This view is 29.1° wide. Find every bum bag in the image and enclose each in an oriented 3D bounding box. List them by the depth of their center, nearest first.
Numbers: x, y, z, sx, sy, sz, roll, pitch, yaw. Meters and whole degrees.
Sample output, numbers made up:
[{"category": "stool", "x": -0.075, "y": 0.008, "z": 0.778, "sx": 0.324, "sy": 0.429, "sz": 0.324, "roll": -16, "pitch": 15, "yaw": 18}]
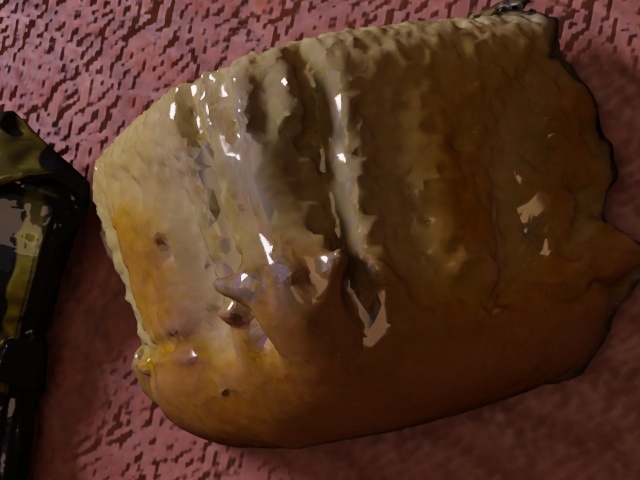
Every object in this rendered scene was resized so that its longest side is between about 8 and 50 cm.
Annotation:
[{"category": "bum bag", "x": -0.180, "y": 0.048, "z": 0.615, "sx": 0.107, "sy": 0.060, "sz": 0.232, "roll": 13, "pitch": 95, "yaw": 11}]

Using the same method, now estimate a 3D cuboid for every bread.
[{"category": "bread", "x": 0.003, "y": -0.002, "z": 0.523, "sx": 0.252, "sy": 0.133, "sz": 0.174, "roll": -15, "pitch": 83, "yaw": 17}]
